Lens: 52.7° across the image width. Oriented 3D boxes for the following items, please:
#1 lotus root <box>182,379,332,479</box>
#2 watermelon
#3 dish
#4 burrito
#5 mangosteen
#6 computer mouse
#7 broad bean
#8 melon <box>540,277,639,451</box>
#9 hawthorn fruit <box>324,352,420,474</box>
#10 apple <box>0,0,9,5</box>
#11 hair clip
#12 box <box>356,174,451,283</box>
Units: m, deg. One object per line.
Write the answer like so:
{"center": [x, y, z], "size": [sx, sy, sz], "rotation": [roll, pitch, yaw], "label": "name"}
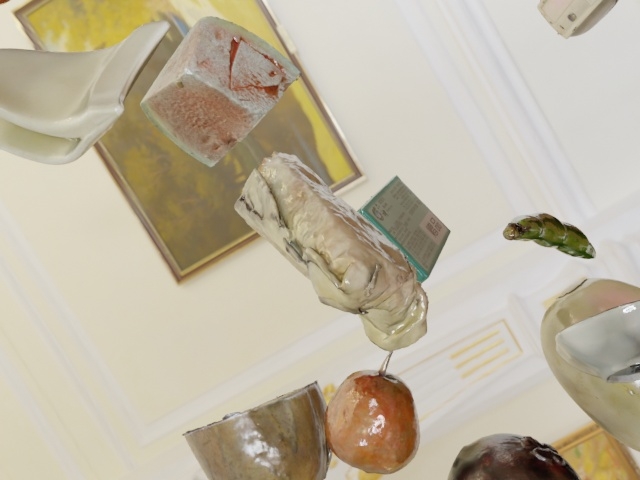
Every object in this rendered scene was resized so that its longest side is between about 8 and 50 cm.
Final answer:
{"center": [-0.090, 0.361, 1.114], "size": [0.192, 0.272, 0.272], "rotation": [61, -174, 12], "label": "lotus root"}
{"center": [-0.181, -0.247, 1.162], "size": [0.213, 0.261, 0.201], "rotation": [33, -162, -30], "label": "watermelon"}
{"center": [0.396, 0.137, 0.814], "size": [0.190, 0.191, 0.066], "rotation": [50, -153, -58], "label": "dish"}
{"center": [-0.006, -0.009, 0.700], "size": [0.175, 0.107, 0.348], "rotation": [57, 173, -35], "label": "burrito"}
{"center": [0.263, 0.367, 0.880], "size": [0.210, 0.210, 0.210], "rotation": [59, -174, -11], "label": "mangosteen"}
{"center": [0.380, -0.365, 0.954], "size": [0.102, 0.045, 0.199], "rotation": [49, -178, 5], "label": "computer mouse"}
{"center": [0.317, -0.010, 0.891], "size": [0.297, 0.043, 0.060], "rotation": [10, -140, -47], "label": "broad bean"}
{"center": [0.507, 0.202, 1.042], "size": [0.317, 0.223, 0.223], "rotation": [47, -178, 20], "label": "melon"}
{"center": [0.069, 0.249, 0.945], "size": [0.149, 0.149, 0.189], "rotation": [-92, -14, -77], "label": "hawthorn fruit"}
{"center": [-0.358, -0.305, 0.645], "size": [0.146, 0.146, 0.146], "rotation": [59, -174, -11], "label": "apple"}
{"center": [-0.325, -0.176, 0.805], "size": [0.113, 0.282, 0.172], "rotation": [76, -160, -51], "label": "hair clip"}
{"center": [0.123, -0.006, 1.100], "size": [0.153, 0.092, 0.245], "rotation": [47, -153, 1], "label": "box"}
